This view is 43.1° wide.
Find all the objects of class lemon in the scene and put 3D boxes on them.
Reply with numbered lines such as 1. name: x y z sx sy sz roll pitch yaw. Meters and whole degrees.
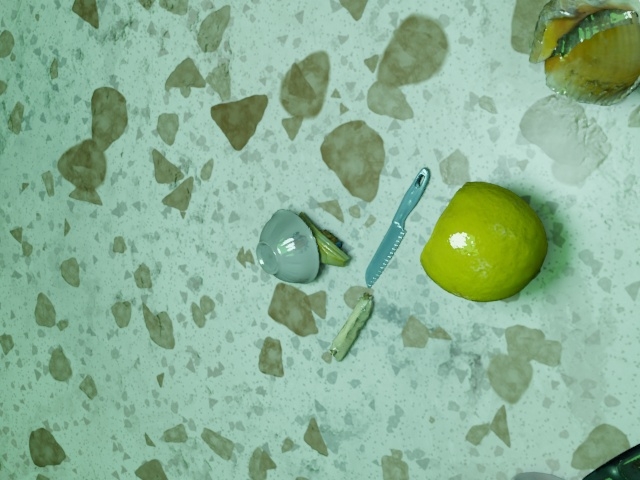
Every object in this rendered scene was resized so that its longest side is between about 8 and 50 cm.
1. lemon: 0.331 0.013 1.594 0.219 0.240 0.240 29 110 11

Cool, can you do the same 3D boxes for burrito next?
1. burrito: 0.074 0.203 1.881 0.185 0.041 0.045 -59 26 23

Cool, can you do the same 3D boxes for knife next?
1. knife: 0.171 -0.024 1.812 0.044 0.019 0.313 36 114 20

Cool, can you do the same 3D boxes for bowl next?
1. bowl: -0.094 0.027 1.890 0.189 0.086 0.189 28 129 40

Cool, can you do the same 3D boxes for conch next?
1. conch: 0.535 -0.401 1.454 0.210 0.352 0.297 -15 73 -12

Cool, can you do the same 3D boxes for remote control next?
1. remote control: 0.608 0.452 1.589 0.222 0.042 0.072 -44 71 26

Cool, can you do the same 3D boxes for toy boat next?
1. toy boat: 0.000 0.000 1.888 0.172 0.066 0.065 42 144 23

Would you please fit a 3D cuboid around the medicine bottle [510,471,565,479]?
1. medicine bottle: 0.442 0.615 1.654 0.133 0.133 0.250 9 99 30
